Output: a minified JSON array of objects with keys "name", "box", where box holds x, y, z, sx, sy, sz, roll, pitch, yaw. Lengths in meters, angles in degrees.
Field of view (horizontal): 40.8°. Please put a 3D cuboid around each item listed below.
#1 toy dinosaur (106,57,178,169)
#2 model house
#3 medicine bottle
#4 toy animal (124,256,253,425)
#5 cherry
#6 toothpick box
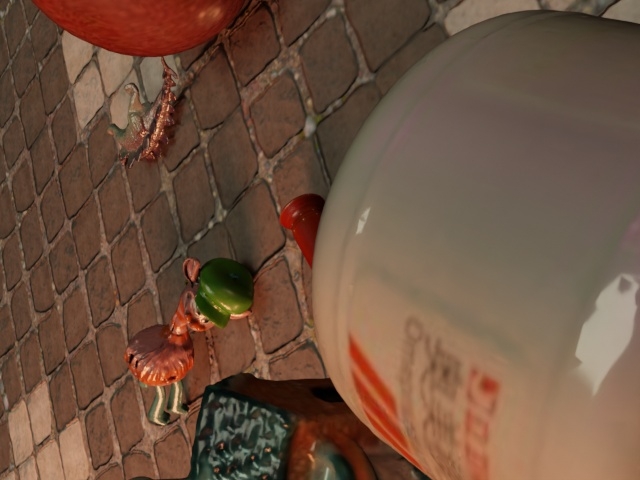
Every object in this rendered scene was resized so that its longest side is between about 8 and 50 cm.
[{"name":"toy dinosaur","box":[-0.199,-0.139,0.986,0.209,0.039,0.082,-50,56,49]},{"name":"model house","box":[-0.022,0.205,0.573,0.184,0.291,0.253,-150,68,-64]},{"name":"medicine bottle","box":[0.179,0.046,0.382,0.325,0.256,0.256,30,112,45]},{"name":"toy animal","box":[-0.140,0.097,0.894,0.103,0.100,0.208,-77,13,-57]},{"name":"cherry","box":[-0.191,-0.299,0.807,0.221,0.307,0.261,-35,81,15]},{"name":"toothpick box","box":[0.000,0.000,0.750,0.047,0.047,0.083,-55,50,33]}]
